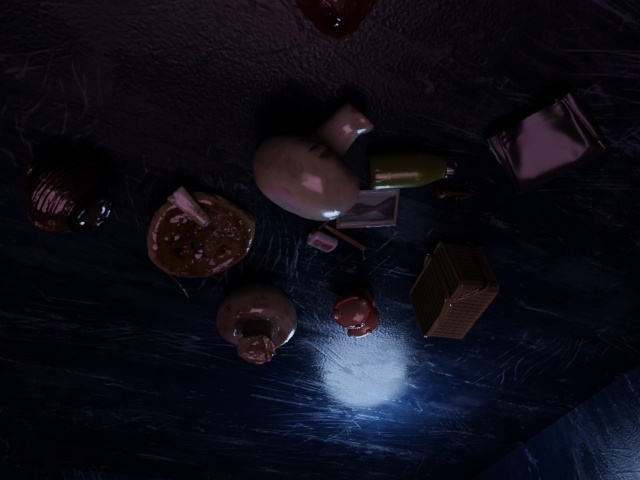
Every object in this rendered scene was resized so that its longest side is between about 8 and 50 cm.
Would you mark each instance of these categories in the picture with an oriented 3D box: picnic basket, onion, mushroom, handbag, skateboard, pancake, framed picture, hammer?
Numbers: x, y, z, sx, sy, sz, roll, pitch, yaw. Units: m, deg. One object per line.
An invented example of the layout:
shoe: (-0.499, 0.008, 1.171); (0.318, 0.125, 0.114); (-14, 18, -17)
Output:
picnic basket: (0.460, 0.174, 1.879); (0.175, 0.228, 0.313); (7, 132, -17)
onion: (0.043, -0.573, 1.208); (0.227, 0.120, 0.284); (-10, 134, 9)
mushroom: (-0.226, 0.308, 1.874); (0.297, 0.290, 0.298); (-3, 132, -3)
handbag: (0.654, -0.294, 1.546); (0.285, 0.114, 0.257); (-28, 124, 27)
skateboard: (0.430, -0.154, 1.688); (0.151, 0.067, 0.080); (2, 142, -14)
pancake: (-0.376, -0.006, 1.680); (0.356, 0.065, 0.356); (-15, 137, -15)
mushroom: (-0.010, -0.183, 1.442); (0.355, 0.315, 0.315); (-13, 133, 16)
framed picture: (0.151, -0.106, 1.715); (0.203, 0.015, 0.150); (-3, 128, -4)
hammer: (0.083, -0.016, 1.800); (0.198, 0.013, 0.062); (29, 123, -30)

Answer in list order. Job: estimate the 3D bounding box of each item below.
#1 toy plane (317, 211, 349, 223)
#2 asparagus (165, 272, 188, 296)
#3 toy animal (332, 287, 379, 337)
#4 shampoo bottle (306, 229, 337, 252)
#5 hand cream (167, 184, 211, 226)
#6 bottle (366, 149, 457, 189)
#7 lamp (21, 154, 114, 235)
toy plane: (0.021, -0.101, 1.674); (0.130, 0.061, 0.189); (37, 136, 2)
asparagus: (-0.514, 0.150, 1.883); (0.016, 0.016, 0.163); (-38, 131, -8)
toy animal: (0.132, 0.271, 1.984); (0.171, 0.171, 0.198); (-21, 139, 13)
shampoo bottle: (0.000, 0.000, 1.779); (0.099, 0.043, 0.072); (25, 145, -26)
hand cream: (-0.378, -0.096, 1.550); (0.061, 0.039, 0.143); (-40, 121, 7)
bottle: (0.271, -0.213, 1.572); (0.260, 0.112, 0.112); (-4, 133, -3)
lamp: (-0.705, -0.131, 1.463); (0.246, 0.247, 0.247); (-3, 133, -4)
